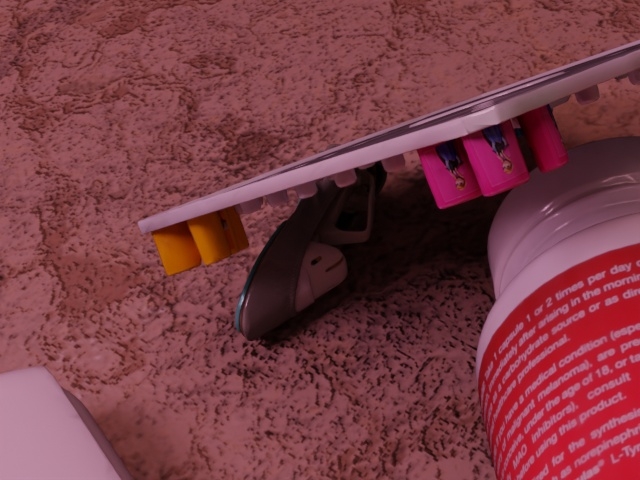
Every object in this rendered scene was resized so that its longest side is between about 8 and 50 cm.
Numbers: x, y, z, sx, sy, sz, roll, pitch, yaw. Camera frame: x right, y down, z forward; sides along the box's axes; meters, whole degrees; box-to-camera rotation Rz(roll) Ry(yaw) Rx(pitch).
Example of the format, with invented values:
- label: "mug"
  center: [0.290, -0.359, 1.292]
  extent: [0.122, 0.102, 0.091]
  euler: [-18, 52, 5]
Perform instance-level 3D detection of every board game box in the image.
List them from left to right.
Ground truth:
- label: "board game box"
  center: [0.124, -0.078, 1.003]
  extent: [0.390, 0.050, 0.390]
  euler: [-22, 5, -36]

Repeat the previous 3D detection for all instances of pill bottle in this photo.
- label: "pill bottle"
  center: [0.219, 0.132, 0.855]
  extent: [0.229, 0.229, 0.407]
  euler: [-9, 44, 2]

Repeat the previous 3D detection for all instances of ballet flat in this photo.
- label: "ballet flat"
  center: [0.000, 0.000, 1.154]
  extent: [0.068, 0.072, 0.213]
  euler: [13, 48, 16]

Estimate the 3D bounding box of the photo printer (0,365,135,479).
- label: "photo printer"
  center: [-0.230, 0.227, 0.939]
  extent: [0.256, 0.107, 0.307]
  euler: [-28, 46, -16]
